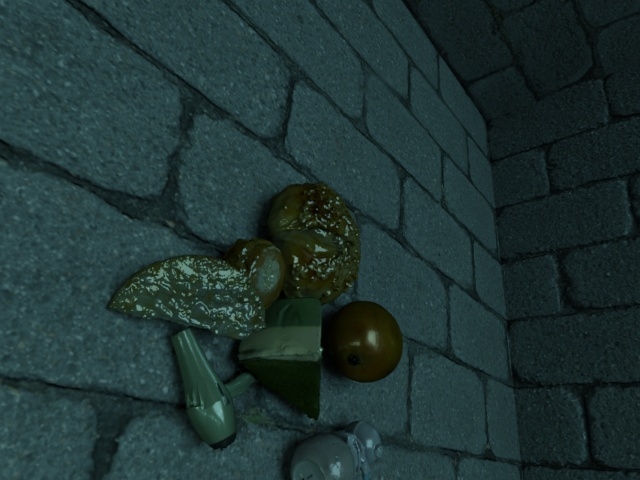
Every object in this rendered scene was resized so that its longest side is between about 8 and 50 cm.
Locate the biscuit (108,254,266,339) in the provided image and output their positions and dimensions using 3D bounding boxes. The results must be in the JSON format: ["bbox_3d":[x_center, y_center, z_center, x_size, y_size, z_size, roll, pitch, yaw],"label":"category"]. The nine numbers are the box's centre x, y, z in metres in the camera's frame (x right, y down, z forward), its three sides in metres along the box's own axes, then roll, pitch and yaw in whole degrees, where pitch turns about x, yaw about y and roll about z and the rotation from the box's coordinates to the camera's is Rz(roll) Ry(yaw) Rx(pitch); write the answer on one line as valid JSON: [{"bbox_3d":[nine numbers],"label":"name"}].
[{"bbox_3d":[-0.221,0.096,0.856,0.289,0.038,0.142,20,86,-26],"label":"biscuit"}]

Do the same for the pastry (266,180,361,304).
[{"bbox_3d":[0.000,0.000,1.140,0.284,0.184,0.316,31,53,-51],"label":"pastry"}]

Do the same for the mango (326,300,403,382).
[{"bbox_3d":[0.131,0.266,1.244,0.317,0.172,0.212,8,64,-64],"label":"mango"}]

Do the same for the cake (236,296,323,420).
[{"bbox_3d":[-0.020,0.261,1.015,0.284,0.172,0.158,52,28,-31],"label":"cake"}]

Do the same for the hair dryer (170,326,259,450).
[{"bbox_3d":[-0.203,0.249,0.901,0.219,0.088,0.225,59,26,-13],"label":"hair dryer"}]

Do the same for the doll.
[{"bbox_3d":[0.051,0.497,1.076,0.287,0.150,0.151,3,74,-56],"label":"doll"}]

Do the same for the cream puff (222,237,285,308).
[{"bbox_3d":[-0.151,0.071,0.981,0.165,0.115,0.150,-45,127,-39],"label":"cream puff"}]
